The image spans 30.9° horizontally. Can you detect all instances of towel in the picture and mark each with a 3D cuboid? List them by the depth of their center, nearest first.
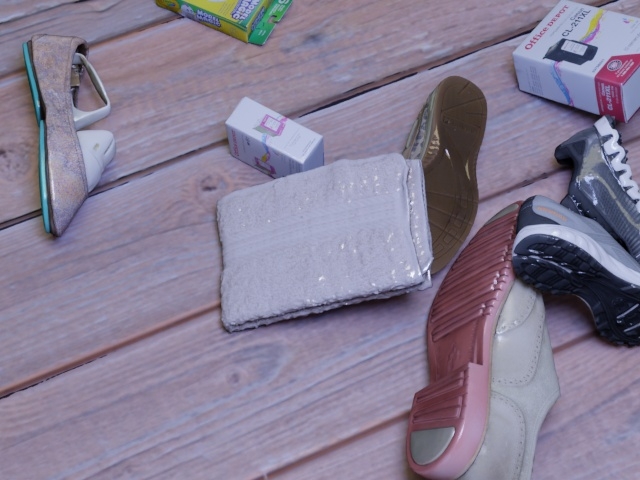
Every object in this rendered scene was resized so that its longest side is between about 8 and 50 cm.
[{"bbox_3d":[0.000,0.000,1.427,0.282,0.049,0.187,-15,60,18],"label":"towel"}]

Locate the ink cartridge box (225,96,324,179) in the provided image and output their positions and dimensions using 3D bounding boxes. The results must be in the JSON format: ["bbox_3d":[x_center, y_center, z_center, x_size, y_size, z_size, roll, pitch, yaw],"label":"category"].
[{"bbox_3d":[-0.060,-0.125,1.522,0.122,0.088,0.052,30,68,15],"label":"ink cartridge box"}]

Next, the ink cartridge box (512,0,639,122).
[{"bbox_3d":[0.367,-0.245,1.563,0.175,0.072,0.127,25,63,38],"label":"ink cartridge box"}]

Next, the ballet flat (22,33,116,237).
[{"bbox_3d":[-0.327,-0.151,1.529,0.106,0.107,0.316,-7,63,-12],"label":"ballet flat"}]

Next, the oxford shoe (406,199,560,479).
[{"bbox_3d":[0.215,0.131,1.388,0.146,0.140,0.397,32,57,-18],"label":"oxford shoe"}]

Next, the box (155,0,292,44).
[{"bbox_3d":[-0.138,-0.355,1.673,0.179,0.043,0.105,25,65,11],"label":"box"}]

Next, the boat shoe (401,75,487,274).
[{"bbox_3d":[0.148,-0.076,1.510,0.105,0.089,0.285,27,65,-16],"label":"boat shoe"}]

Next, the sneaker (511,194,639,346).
[{"bbox_3d":[0.337,0.034,1.380,0.271,0.100,0.108,34,38,-26],"label":"sneaker"}]

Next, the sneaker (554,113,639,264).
[{"bbox_3d":[0.368,-0.040,1.491,0.106,0.078,0.234,-21,74,11],"label":"sneaker"}]
